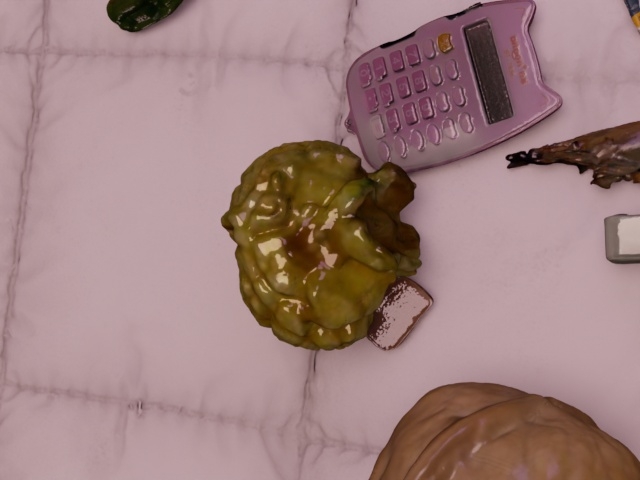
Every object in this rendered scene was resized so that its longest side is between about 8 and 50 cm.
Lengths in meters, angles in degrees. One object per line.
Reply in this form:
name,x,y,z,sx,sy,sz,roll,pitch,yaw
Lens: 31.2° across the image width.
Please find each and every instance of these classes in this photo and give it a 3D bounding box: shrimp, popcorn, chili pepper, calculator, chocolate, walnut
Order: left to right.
chili pepper,-0.225,-0.373,1.669,0.204,0.072,0.073,-31,62,18
popcorn,0.000,0.000,1.470,0.258,0.224,0.270,32,82,16
chocolate,0.102,0.098,1.522,0.064,0.031,0.101,35,97,13
calculator,0.166,-0.199,1.526,0.294,0.043,0.194,-18,80,22
walnut,0.204,0.350,1.307,0.381,0.381,0.381,-2,84,21
shrimp,0.360,-0.085,1.426,0.262,0.066,0.117,-8,82,22

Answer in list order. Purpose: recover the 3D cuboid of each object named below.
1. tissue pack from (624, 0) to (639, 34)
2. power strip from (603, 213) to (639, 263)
tissue pack,0.413,-0.308,1.439,0.062,0.042,0.083,-23,77,15
power strip,0.531,-0.007,1.339,0.385,0.091,0.062,-2,85,20
